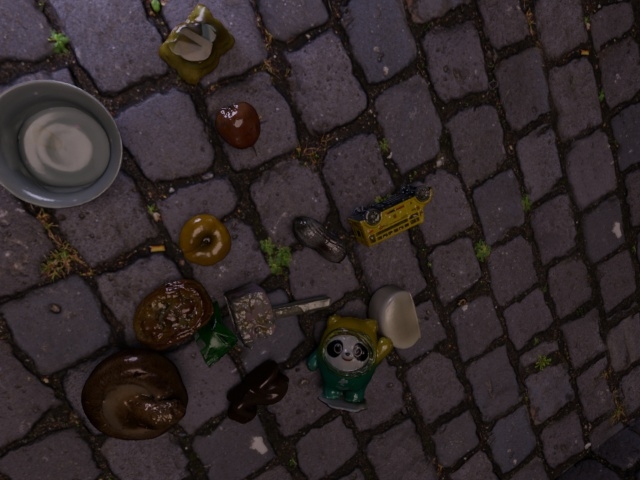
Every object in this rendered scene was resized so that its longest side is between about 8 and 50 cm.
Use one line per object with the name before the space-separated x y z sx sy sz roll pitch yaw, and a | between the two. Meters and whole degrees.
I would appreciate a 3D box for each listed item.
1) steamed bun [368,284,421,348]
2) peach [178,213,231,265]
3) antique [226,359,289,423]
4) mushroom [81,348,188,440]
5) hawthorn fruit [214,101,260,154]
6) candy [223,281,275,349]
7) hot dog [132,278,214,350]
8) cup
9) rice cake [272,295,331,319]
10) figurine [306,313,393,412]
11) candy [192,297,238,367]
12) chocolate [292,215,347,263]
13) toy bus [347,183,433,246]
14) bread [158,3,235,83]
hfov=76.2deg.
steamed bun | 0.291 0.315 1.645 0.164 0.146 0.242 -19 104 -19
peach | -0.396 0.001 1.393 0.179 0.103 0.180 -3 101 -15
antique | -0.237 0.583 1.536 0.256 0.121 0.144 -38 117 -16
mushroom | -0.604 0.513 1.345 0.344 0.239 0.346 0 94 3
hawthorn fruit | -0.256 -0.373 1.357 0.189 0.149 0.149 38 86 -19
candy | -0.251 0.258 1.441 0.137 0.195 0.185 -17 99 -20
hot dog | -0.506 0.252 1.382 0.272 0.122 0.196 -27 80 -11
cup | -0.758 -0.274 1.197 0.346 0.163 0.348 -3 101 -18
rice cake | -0.083 0.256 1.560 0.255 0.057 0.052 -9 76 -18
figurine | 0.108 0.460 1.580 0.323 0.231 0.341 8 91 9
candy | -0.381 0.315 1.423 0.141 0.203 0.078 -32 150 -17
chocolate | 0.000 0.000 1.521 0.248 0.110 0.110 32 88 -17
toy bus | 0.283 -0.103 1.578 0.329 0.144 0.152 -25 106 -12
bread | -0.391 -0.627 1.301 0.160 0.088 0.233 38 84 -15
